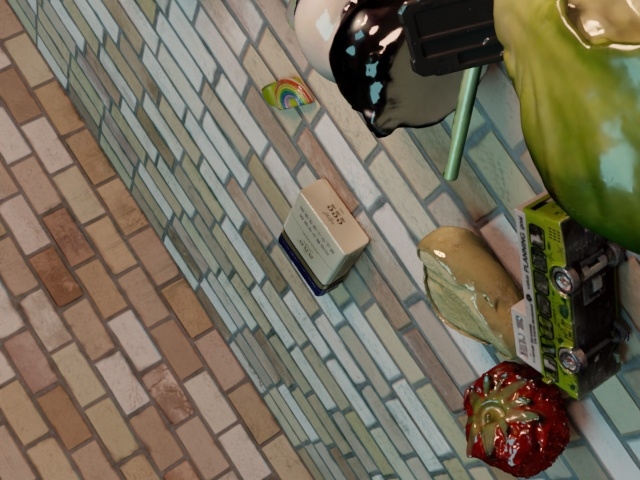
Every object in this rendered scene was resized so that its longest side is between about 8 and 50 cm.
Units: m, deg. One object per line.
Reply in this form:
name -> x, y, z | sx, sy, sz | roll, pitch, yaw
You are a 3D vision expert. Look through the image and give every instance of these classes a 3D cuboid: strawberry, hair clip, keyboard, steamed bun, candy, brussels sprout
strawberry -> 0.332, 0.305, 1.601 | 0.201, 0.184, 0.187 | 39, 168, -38
hair clip -> -0.075, -0.283, 1.872 | 0.188, 0.033, 0.060 | 9, 125, 61
keyboard -> 0.220, -0.247, 1.061 | 0.016, 0.262, 0.106 | -88, -18, -52
steamed bun -> 0.246, 0.066, 1.534 | 0.231, 0.110, 0.212 | 30, 155, 55
candy -> 0.190, -0.263, 1.108 | 0.119, 0.119, 0.440 | 38, 132, 41
brussels sprout -> 0.328, -0.142, 0.896 | 0.371, 0.276, 0.315 | 41, 148, 37

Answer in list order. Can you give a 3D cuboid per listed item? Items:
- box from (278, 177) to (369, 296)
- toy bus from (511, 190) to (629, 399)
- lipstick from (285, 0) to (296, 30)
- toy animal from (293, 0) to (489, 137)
box -> 0.000, 0.000, 2.017 | 0.168, 0.071, 0.259 | 55, 158, 11
toy bus -> 0.340, 0.066, 1.352 | 0.139, 0.113, 0.301 | 31, 142, 49
lipstick -> 0.010, -0.421, 1.473 | 0.076, 0.076, 0.304 | 55, 157, 11
toy animal -> 0.092, -0.281, 1.323 | 0.267, 0.212, 0.212 | 54, 160, 42
